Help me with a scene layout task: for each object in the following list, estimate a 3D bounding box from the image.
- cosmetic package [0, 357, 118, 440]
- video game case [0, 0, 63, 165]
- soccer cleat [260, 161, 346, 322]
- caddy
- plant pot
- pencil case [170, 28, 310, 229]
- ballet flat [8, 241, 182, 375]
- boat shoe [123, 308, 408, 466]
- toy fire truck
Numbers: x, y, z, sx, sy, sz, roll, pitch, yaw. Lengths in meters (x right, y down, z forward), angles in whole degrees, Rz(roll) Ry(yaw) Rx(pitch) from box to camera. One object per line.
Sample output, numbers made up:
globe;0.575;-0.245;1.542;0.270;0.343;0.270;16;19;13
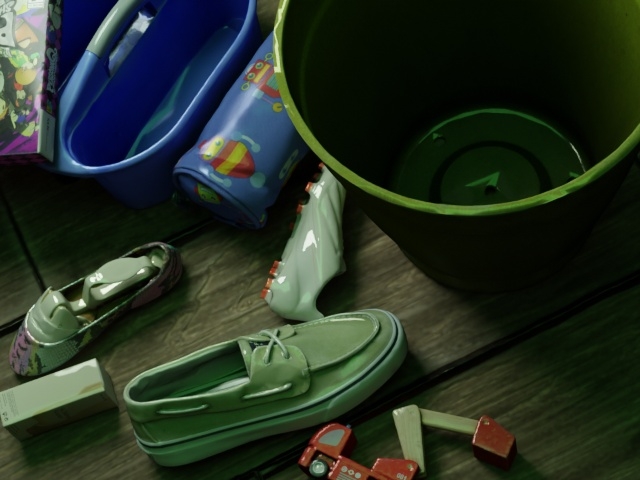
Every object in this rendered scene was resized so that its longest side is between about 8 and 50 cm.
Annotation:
cosmetic package;-0.280;0.170;1.653;0.115;0.060;0.041;-20;66;1
video game case;-0.394;-0.180;1.677;0.232;0.042;0.210;-2;75;14
soccer cleat;0.000;0.000;1.688;0.076;0.068;0.196;23;68;-3
caddy;-0.212;-0.206;1.746;0.241;0.179;0.341;27;72;18
plant pot;0.163;-0.120;1.551;0.367;0.353;0.366;-3;66;8
pencil case;-0.040;-0.146;1.719;0.119;0.133;0.306;27;72;23
ballet flat;-0.252;0.065;1.685;0.222;0.079;0.077;-32;66;-6
boat shoe;-0.056;0.141;1.597;0.302;0.094;0.109;-24;44;-2
toy fire truck;0.088;0.218;1.580;0.192;0.047;0.135;24;71;19
